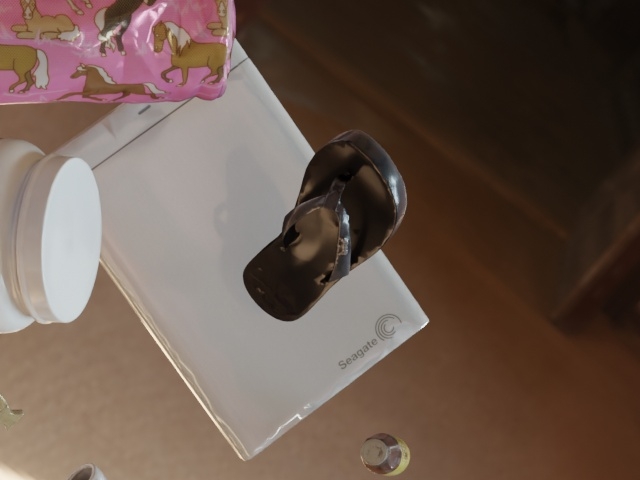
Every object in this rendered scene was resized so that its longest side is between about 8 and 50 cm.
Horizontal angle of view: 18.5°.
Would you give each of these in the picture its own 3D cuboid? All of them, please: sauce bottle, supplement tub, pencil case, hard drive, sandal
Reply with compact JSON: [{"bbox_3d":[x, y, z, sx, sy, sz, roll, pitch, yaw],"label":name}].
[{"bbox_3d":[0.062,0.210,1.926,0.042,0.042,0.128,43,1,10],"label":"sauce bottle"},{"bbox_3d":[-0.276,-0.006,1.456,0.199,0.144,0.144,4,15,13],"label":"supplement tub"},{"bbox_3d":[-0.258,-0.188,1.652,0.386,0.160,0.167,-2,66,-10],"label":"pencil case"},{"bbox_3d":[-0.084,0.005,1.928,0.353,0.233,0.047,55,-11,-9],"label":"hard drive"},{"bbox_3d":[0.000,0.001,1.767,0.097,0.254,0.054,40,47,6],"label":"sandal"}]

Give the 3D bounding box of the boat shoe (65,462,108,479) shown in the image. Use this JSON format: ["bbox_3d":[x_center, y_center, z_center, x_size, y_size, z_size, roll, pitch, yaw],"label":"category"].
[{"bbox_3d":[-0.274,0.296,1.782,0.258,0.095,0.084,-43,111,-48],"label":"boat shoe"}]

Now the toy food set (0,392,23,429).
[{"bbox_3d":[-0.269,0.109,1.344,0.122,0.078,0.019,46,9,-44],"label":"toy food set"}]
